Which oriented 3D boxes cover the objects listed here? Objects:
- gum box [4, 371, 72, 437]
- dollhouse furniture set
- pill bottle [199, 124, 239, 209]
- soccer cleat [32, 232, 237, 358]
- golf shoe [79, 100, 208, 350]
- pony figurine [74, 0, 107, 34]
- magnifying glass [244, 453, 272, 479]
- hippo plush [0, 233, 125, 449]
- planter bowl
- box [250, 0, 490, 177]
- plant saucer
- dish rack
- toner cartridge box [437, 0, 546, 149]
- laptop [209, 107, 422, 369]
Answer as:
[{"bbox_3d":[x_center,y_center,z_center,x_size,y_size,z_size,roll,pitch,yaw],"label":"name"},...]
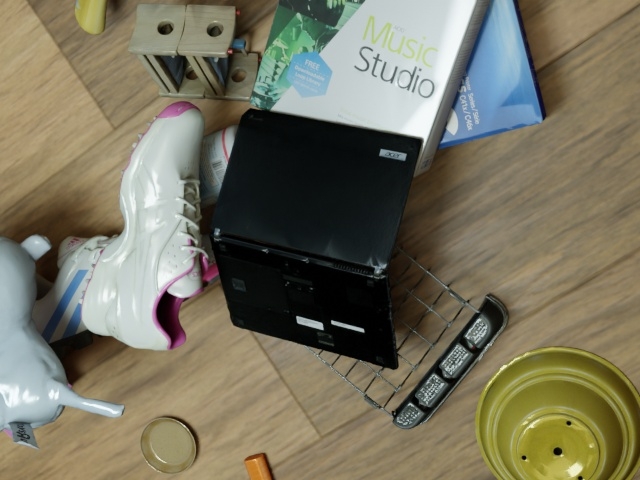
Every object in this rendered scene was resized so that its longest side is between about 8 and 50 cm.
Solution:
[{"bbox_3d":[-0.436,0.173,1.525,0.107,0.062,0.188,-43,115,-6],"label":"gum box"},{"bbox_3d":[-0.142,-0.287,1.403,0.129,0.129,0.183,5,72,12],"label":"dollhouse furniture set"},{"bbox_3d":[-0.162,-0.083,1.445,0.160,0.087,0.087,-19,95,16],"label":"pill bottle"},{"bbox_3d":[-0.264,0.040,1.479,0.331,0.116,0.143,-25,94,17],"label":"soccer cleat"},{"bbox_3d":[-0.179,-0.011,1.344,0.140,0.115,0.306,24,104,22],"label":"golf shoe"},{"bbox_3d":[-0.263,-0.470,1.306,0.363,0.303,0.351,-36,75,41],"label":"pony figurine"},{"bbox_3d":[-0.055,0.404,1.547,0.092,0.026,0.231,-17,98,17],"label":"magnifying glass"},{"bbox_3d":[-0.418,0.120,1.343,0.234,0.294,0.236,-19,100,-28],"label":"hippo plush"},{"bbox_3d":[0.296,0.248,1.394,0.217,0.090,0.217,2,101,13],"label":"planter bowl"},{"bbox_3d":[0.067,-0.263,1.289,0.232,0.058,0.322,25,112,17],"label":"box"},{"bbox_3d":[-0.211,0.285,1.565,0.083,0.015,0.083,3,101,14],"label":"plant saucer"},{"bbox_3d":[0.075,0.095,1.431,0.271,0.074,0.208,39,106,6],"label":"dish rack"},{"bbox_3d":[0.146,-0.289,1.335,0.165,0.075,0.347,-14,97,16],"label":"toner cartridge box"},{"bbox_3d":[0.000,0.000,1.362,0.234,0.136,0.264,13,137,23],"label":"laptop"}]
